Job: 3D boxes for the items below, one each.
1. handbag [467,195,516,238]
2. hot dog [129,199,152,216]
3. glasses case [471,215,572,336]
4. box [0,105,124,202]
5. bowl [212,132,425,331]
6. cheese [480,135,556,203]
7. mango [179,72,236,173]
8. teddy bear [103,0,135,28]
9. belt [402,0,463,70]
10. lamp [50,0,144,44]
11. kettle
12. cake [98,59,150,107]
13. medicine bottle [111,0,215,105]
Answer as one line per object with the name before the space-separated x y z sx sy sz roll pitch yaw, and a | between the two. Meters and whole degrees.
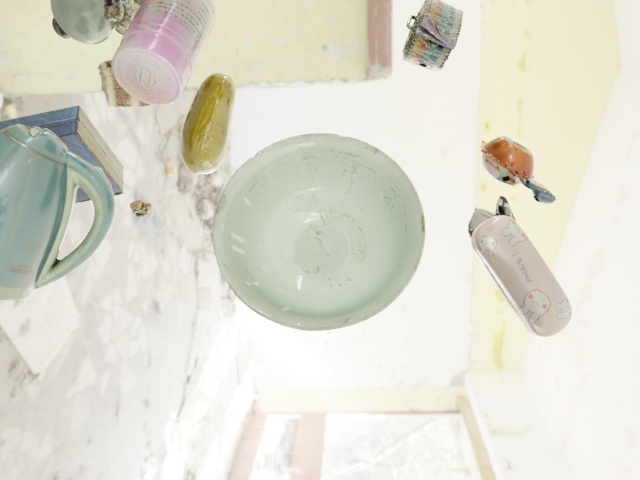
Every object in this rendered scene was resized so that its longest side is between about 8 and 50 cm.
handbag | 0.652 0.023 1.875 0.329 0.122 0.303 55 27 -4
hot dog | -0.547 -0.095 1.657 0.133 0.056 0.041 -2 -103 58
glasses case | 0.451 0.080 1.225 0.296 0.113 0.075 55 -7 0
box | -0.712 -0.210 1.455 0.261 0.279 0.116 76 5 -58
bowl | 0.000 0.000 1.192 0.196 0.435 0.434 78 12 -70
cheese | 0.636 -0.234 1.778 0.129 0.217 0.329 -59 -140 28
mango | -0.325 -0.341 1.596 0.195 0.143 0.331 -107 -145 -53
teddy bear | -0.481 -0.589 1.227 0.182 0.129 0.251 50 5 -11
belt | 0.350 -0.669 1.779 0.295 0.161 0.206 -70 -175 -46
lamp | -0.617 -0.642 1.522 0.198 0.244 0.197 -10 -102 60
kettle | -0.618 -0.066 1.159 0.342 0.320 0.247 -59 -157 5
cake | -0.663 -0.529 1.847 0.135 0.147 0.134 56 -28 38
medicine bottle | -0.326 -0.424 1.158 0.152 0.152 0.253 82 16 -55
